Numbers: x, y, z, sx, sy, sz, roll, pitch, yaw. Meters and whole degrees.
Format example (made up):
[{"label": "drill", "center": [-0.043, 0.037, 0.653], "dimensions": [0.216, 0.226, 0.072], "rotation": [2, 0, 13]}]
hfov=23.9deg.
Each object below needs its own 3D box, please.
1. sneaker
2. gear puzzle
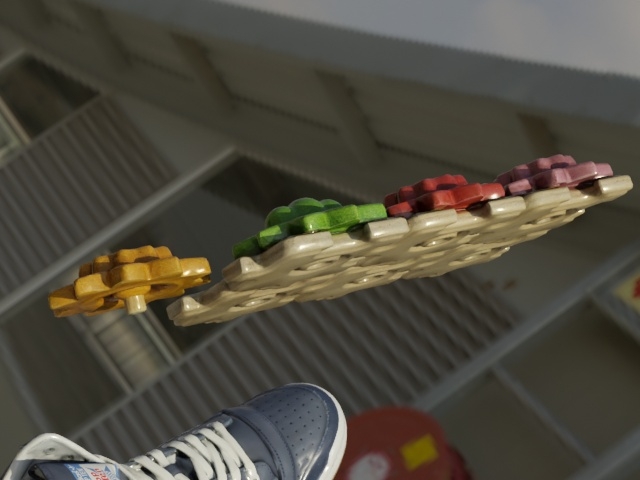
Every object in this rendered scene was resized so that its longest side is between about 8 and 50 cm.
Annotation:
[{"label": "sneaker", "center": [-0.101, 0.161, 1.002], "dimensions": [0.099, 0.282, 0.153], "rotation": [42, -24, 33]}, {"label": "gear puzzle", "center": [0.000, 0.000, 0.861], "dimensions": [0.175, 0.338, 0.044], "rotation": [-32, -108, 58]}]
